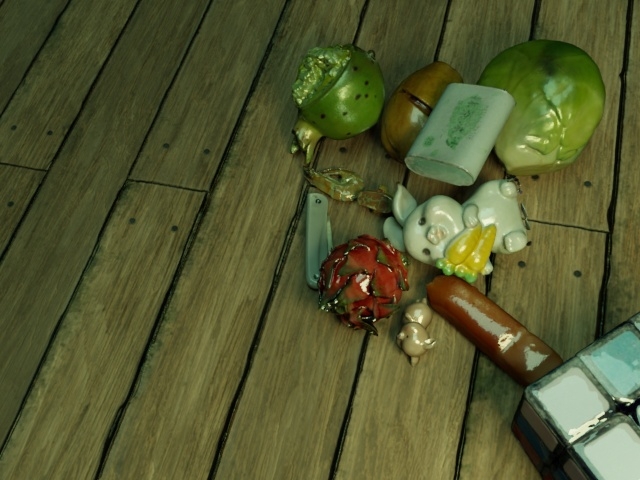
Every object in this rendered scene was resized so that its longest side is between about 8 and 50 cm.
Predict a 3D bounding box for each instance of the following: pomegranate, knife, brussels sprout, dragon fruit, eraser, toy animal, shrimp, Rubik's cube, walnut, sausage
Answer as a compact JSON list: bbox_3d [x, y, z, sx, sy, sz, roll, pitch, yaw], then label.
[{"bbox_3d":[0.030,-0.355,1.793,0.260,0.260,0.341,38,104,26],"label":"pomegranate"},{"bbox_3d":[-0.003,-0.001,1.703,0.073,0.041,0.266,0,60,-4],"label":"knife"},{"bbox_3d":[0.528,-0.321,1.678,0.344,0.268,0.344,-11,71,34],"label":"brussels sprout"},{"bbox_3d":[0.086,0.096,1.541,0.274,0.192,0.193,-27,34,-30],"label":"dragon fruit"},{"bbox_3d":[0.315,-0.243,1.556,0.174,0.081,0.227,17,65,34],"label":"eraser"},{"bbox_3d":[0.305,-0.036,1.567,0.310,0.183,0.247,-14,26,0],"label":"toy animal"},{"bbox_3d":[0.030,-0.159,1.783,0.180,0.041,0.099,25,67,22],"label":"shrimp"},{"bbox_3d":[0.580,0.356,1.223,0.363,0.359,0.362,-26,62,-7],"label":"Rubik's cube"},{"bbox_3d":[0.269,-0.336,1.756,0.209,0.209,0.336,12,59,16],"label":"walnut"},{"bbox_3d":[0.375,0.197,1.498,0.097,0.094,0.348,-47,65,-5],"label":"sausage"},{"bbox_3d":[0.214,0.195,1.531,0.089,0.083,0.150,3,61,8],"label":"toy animal"}]

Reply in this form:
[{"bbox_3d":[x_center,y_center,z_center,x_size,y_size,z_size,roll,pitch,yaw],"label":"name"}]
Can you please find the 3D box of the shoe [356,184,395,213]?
[{"bbox_3d":[0.149,-0.102,1.716,0.109,0.069,0.072,-4,97,20],"label":"shoe"}]
